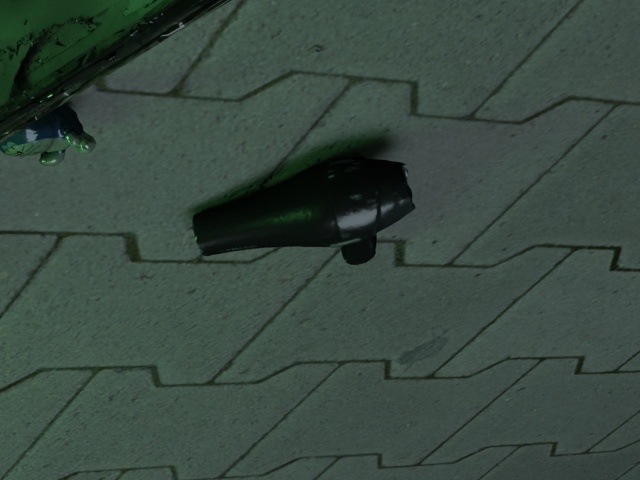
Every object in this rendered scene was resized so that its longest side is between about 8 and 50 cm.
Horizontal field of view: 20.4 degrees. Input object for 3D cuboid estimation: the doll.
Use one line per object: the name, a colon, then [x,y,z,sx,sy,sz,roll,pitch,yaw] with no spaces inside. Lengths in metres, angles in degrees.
doll: [-0.254,-0.095,1.589,0.083,0.050,0.076,3,164,-40]

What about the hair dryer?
hair dryer: [0.000,0.000,1.921,0.235,0.091,0.271,-14,158,8]

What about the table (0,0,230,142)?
table: [-0.236,-0.238,1.139,0.335,0.222,0.272,-30,152,17]
